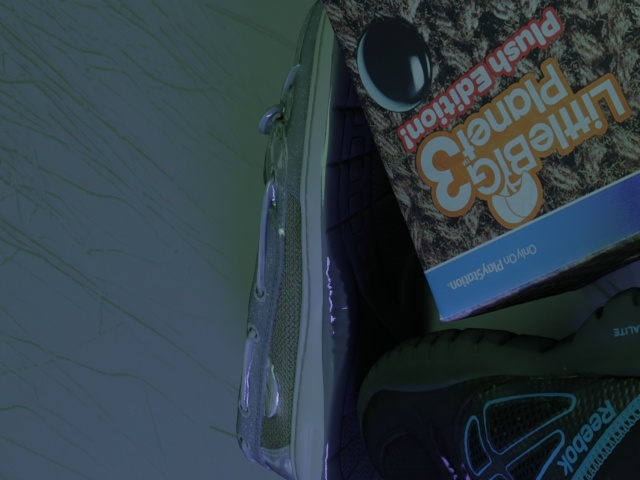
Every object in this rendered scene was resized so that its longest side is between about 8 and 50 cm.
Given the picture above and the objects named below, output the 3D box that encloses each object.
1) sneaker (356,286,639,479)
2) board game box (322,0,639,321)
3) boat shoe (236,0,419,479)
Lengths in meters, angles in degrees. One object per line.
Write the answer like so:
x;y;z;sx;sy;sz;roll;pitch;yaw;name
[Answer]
0.117;0.114;0.833;0.341;0.125;0.139;-26;57;61;sneaker
0.133;-0.138;0.838;0.232;0.141;0.291;-28;79;37;board game box
0.002;0.001;0.980;0.103;0.118;0.320;17;115;36;boat shoe
